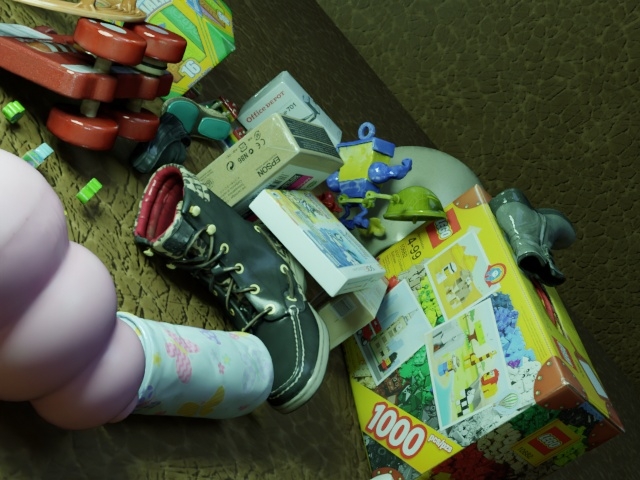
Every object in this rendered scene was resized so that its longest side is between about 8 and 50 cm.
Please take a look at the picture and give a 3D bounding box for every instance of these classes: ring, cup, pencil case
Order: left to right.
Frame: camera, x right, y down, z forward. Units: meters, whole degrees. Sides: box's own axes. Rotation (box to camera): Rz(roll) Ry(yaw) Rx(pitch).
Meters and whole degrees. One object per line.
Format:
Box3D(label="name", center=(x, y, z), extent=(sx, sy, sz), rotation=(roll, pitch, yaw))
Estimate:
Box3D(label="ring", center=(-0.420, -0.382, 1.429), extent=(0.336, 0.032, 0.336), rotation=(15, 16, -4))
Box3D(label="pencil case", center=(-0.173, 0.158, 1.218), extent=(0.273, 0.113, 0.124), rotation=(18, 41, -58))
Box3D(label="cup", center=(0.186, 0.001, 2.044), extent=(0.331, 0.331, 0.237), rotation=(46, 31, -20))

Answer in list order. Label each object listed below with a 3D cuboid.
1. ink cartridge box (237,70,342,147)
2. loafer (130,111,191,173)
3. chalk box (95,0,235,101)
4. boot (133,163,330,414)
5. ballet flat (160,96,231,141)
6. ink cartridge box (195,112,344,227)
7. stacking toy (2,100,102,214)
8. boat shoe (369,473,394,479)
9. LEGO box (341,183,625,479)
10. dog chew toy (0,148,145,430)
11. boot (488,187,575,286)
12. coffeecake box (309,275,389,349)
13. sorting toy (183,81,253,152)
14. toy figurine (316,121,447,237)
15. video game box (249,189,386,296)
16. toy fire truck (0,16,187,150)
Box3D(label="ink cartridge box", center=(-0.067, -0.252, 2.127), extent=(0.191, 0.139, 0.082), rotation=(45, 23, -19))
Box3D(label="loafer", center=(-0.259, -0.155, 1.617), extent=(0.078, 0.076, 0.223), rotation=(40, 18, -12))
Box3D(label="chalk box", center=(-0.321, -0.432, 1.801), extent=(0.289, 0.180, 0.179), rotation=(39, 23, -31))
Box3D(label="boot", center=(-0.134, 0.061, 1.441), extent=(0.284, 0.138, 0.377), rotation=(39, 24, -32))
Box3D(label="ballet flat", center=(-0.249, -0.230, 1.813), extent=(0.067, 0.073, 0.206), rotation=(32, 6, 27))
Box3D(label="ink cartridge box", center=(-0.100, -0.107, 1.660), extent=(0.088, 0.234, 0.193), rotation=(59, 21, 15))
Box3D(label="stacking toy", center=(-0.385, -0.094, 1.265), extent=(0.167, 0.052, 0.221), rotation=(46, 15, -9))
Box3D(label="boat shoe", center=(0.081, 0.414, 1.442), extent=(0.063, 0.066, 0.184), rotation=(65, 15, -9))
Box3D(label="LEGO box", center=(0.249, 0.203, 1.718), extent=(0.193, 0.372, 0.500), rotation=(39, 23, -34))
Box3D(label="dog chew toy", center=(-0.302, 0.064, 0.975), extent=(0.332, 0.206, 0.207), rotation=(52, 18, -26))
Box3D(label="boot", center=(0.391, 0.018, 1.708), extent=(0.246, 0.083, 0.161), rotation=(22, 42, -45))
Box3D(label="coffeecake box", center=(0.036, 0.120, 1.719), extent=(0.068, 0.142, 0.185), rotation=(50, 19, -5))
Box3D(label="sorting toy", center=(-0.190, -0.244, 1.974), extent=(0.274, 0.046, 0.132), rotation=(52, 19, -2))
Box3D(label="toy figurine", center=(0.079, -0.139, 1.869), extent=(0.191, 0.362, 0.217), rotation=(23, 70, -38))
Box3D(label="video game box", center=(0.000, 0.000, 1.604), extent=(0.205, 0.048, 0.187), rotation=(47, 16, 14))
Box3D(label="toy fire truck", center=(-0.362, -0.266, 1.443), extent=(0.254, 0.169, 0.302), rotation=(27, 18, 12))
